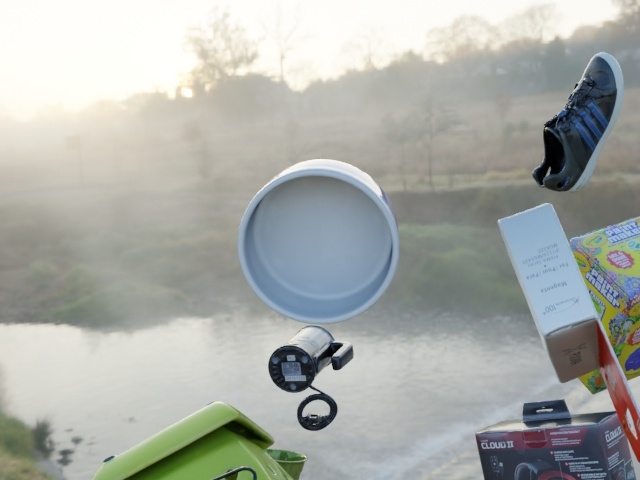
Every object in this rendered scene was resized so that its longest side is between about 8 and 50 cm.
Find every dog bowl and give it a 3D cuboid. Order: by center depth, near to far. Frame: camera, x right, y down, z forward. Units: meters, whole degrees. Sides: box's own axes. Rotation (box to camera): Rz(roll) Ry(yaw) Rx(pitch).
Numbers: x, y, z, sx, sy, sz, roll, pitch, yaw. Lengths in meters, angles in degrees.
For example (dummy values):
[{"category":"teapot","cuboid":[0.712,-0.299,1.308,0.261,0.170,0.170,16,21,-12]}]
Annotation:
[{"category":"dog bowl","cuboid":[0.000,0.000,1.398,0.265,0.265,0.104,-3,16,7]}]

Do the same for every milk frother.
[{"category":"milk frother","cuboid":[-0.014,0.237,1.450,0.129,0.143,0.135,14,13,15]}]

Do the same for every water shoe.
[{"category":"water shoe","cuboid":[0.360,-0.163,1.167,0.080,0.203,0.073,2,20,-26]}]

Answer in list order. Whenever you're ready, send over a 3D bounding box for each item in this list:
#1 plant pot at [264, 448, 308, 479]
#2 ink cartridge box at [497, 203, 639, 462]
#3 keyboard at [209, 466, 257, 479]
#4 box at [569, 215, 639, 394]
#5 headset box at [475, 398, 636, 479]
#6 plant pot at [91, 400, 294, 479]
[{"category":"plant pot","cuboid":[-0.063,0.345,1.189,0.083,0.079,0.083,6,-4,0]},{"category":"ink cartridge box","cuboid":[0.269,0.117,0.881,0.060,0.239,0.275,-20,-24,12]},{"category":"keyboard","cuboid":[-0.046,0.177,0.574,0.192,0.038,0.100,-16,-23,37]},{"category":"box","cuboid":[0.624,0.109,1.626,0.290,0.279,0.177,-17,45,-18]},{"category":"headset box","cuboid":[0.388,0.405,1.338,0.218,0.293,0.110,-16,-7,38]},{"category":"plant pot","cuboid":[-0.132,0.332,0.995,0.227,0.207,0.228,-29,-24,-2]}]
